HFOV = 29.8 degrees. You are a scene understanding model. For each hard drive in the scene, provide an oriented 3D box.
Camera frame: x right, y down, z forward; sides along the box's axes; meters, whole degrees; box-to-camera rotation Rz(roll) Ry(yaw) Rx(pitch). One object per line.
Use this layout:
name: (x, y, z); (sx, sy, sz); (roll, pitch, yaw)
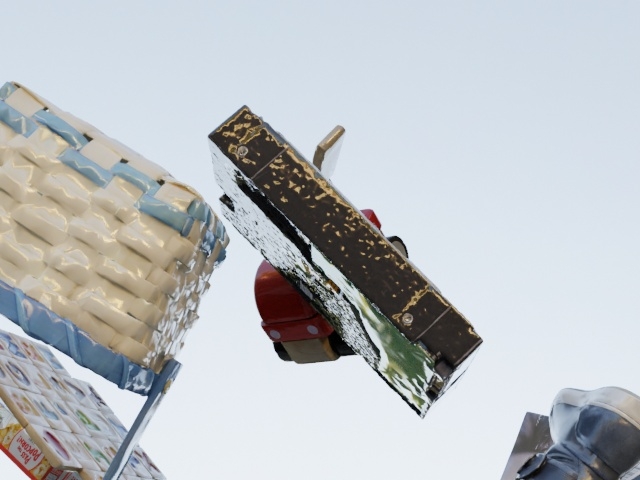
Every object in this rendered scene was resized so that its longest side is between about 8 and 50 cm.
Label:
hard drive: (0.021, 0.029, 1.268); (0.339, 0.064, 0.237); (46, -13, 14)

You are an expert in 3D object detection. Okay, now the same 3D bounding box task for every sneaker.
sneaker: (0.219, 0.219, 1.101); (0.086, 0.163, 0.226); (36, -11, 7)

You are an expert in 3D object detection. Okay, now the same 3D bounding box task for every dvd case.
dvd case: (0.329, 0.366, 1.762); (0.165, 0.221, 0.018); (6, -23, 49)

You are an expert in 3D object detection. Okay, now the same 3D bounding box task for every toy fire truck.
toy fire truck: (0.000, 0.000, 1.481); (0.159, 0.217, 0.246); (-10, -55, 36)

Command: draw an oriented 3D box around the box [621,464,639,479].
box: (0.305, 0.304, 1.214); (0.093, 0.156, 0.158); (9, -67, 49)

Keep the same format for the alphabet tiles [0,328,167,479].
alphabet tiles: (-0.286, 0.210, 1.406); (0.011, 0.285, 0.342); (-42, -18, 0)

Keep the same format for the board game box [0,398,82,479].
board game box: (-0.370, 0.277, 1.591); (0.193, 0.045, 0.147); (30, -11, 38)

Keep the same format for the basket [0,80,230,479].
basket: (-0.212, 0.058, 0.874); (0.255, 0.289, 0.201); (34, -10, 10)
